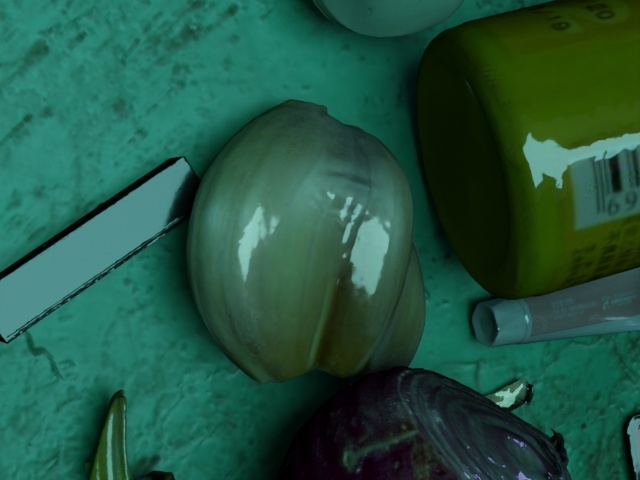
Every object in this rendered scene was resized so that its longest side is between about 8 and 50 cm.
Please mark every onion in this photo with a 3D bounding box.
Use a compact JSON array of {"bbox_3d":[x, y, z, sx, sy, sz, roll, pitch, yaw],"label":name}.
[{"bbox_3d":[0.071,0.228,1.126,0.230,0.272,0.256,14,92,-11],"label":"onion"}]

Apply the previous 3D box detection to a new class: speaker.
[{"bbox_3d":[-0.174,0.004,1.112,0.191,0.040,0.046,-35,102,-17],"label":"speaker"}]

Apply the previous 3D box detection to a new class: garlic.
[{"bbox_3d":[0.000,0.000,1.133,0.217,0.110,0.228,1,85,-38],"label":"garlic"}]

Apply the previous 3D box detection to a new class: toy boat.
[{"bbox_3d":[-0.139,0.200,1.119,0.066,0.065,0.172,-18,99,-6],"label":"toy boat"}]

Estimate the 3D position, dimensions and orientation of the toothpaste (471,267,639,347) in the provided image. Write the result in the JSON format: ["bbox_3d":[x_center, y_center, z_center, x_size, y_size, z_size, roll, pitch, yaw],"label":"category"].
[{"bbox_3d":[0.223,0.058,1.281,0.194,0.043,0.067,-8,93,-28],"label":"toothpaste"}]

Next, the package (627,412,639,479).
[{"bbox_3d":[0.393,0.210,1.359,0.239,0.030,0.154,-11,97,-22],"label":"package"}]

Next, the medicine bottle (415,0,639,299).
[{"bbox_3d":[0.287,-0.103,1.178,0.384,0.224,0.224,-16,98,-12],"label":"medicine bottle"}]

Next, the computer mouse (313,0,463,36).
[{"bbox_3d":[0.031,-0.301,1.159,0.159,0.097,0.288,-15,87,-20],"label":"computer mouse"}]
